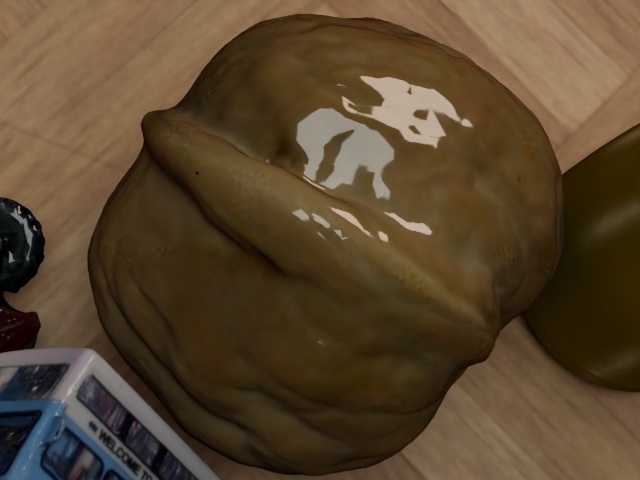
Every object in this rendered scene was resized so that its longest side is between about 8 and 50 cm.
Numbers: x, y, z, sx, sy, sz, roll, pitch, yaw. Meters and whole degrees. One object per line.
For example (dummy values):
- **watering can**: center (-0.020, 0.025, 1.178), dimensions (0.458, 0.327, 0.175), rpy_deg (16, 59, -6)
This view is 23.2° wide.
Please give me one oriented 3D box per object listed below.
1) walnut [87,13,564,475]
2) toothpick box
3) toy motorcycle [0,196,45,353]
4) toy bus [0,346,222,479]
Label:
- **walnut**: center (0.000, 0.000, 0.993), dimensions (0.285, 0.285, 0.296), rpy_deg (35, 96, 0)
- **toothpick box**: center (0.244, -0.001, 1.026), dimensions (0.175, 0.271, 0.175), rpy_deg (2, 77, -9)
- **toy motorcycle**: center (-0.276, 0.054, 1.031), dimensions (0.213, 0.082, 0.122), rpy_deg (-19, 81, -1)
- **toy bus**: center (-0.109, 0.194, 0.923), dimensions (0.297, 0.106, 0.131), rpy_deg (53, 46, -36)
